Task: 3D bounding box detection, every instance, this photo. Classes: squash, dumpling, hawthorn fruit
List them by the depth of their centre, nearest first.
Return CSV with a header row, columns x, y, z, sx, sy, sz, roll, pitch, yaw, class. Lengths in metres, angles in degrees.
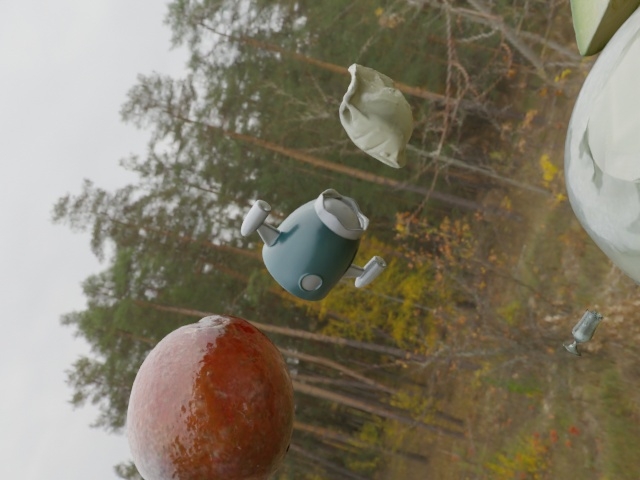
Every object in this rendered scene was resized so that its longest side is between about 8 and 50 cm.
x,y,z,sx,sy,sz,roll,pitch,yaw,class
-0.104,0.159,0.678,0.173,0.173,0.173,16,-90,-83,hawthorn fruit
0.485,-0.442,1.047,0.111,0.203,0.289,-6,-92,-45,squash
0.093,-0.204,1.096,0.100,0.169,0.134,-35,31,46,dumpling

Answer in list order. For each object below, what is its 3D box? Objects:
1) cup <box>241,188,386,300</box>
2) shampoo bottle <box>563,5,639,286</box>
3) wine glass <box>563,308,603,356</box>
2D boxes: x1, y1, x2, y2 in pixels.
x,y,z,sx,sy,sz,roll,pitch,yaw,class
0.000,0.000,1.323,0.173,0.299,0.167,-49,29,30,cup
0.391,-0.075,0.596,0.322,0.317,0.322,-162,90,-76,shampoo bottle
0.468,0.163,1.233,0.083,0.039,0.042,-63,-7,19,wine glass
